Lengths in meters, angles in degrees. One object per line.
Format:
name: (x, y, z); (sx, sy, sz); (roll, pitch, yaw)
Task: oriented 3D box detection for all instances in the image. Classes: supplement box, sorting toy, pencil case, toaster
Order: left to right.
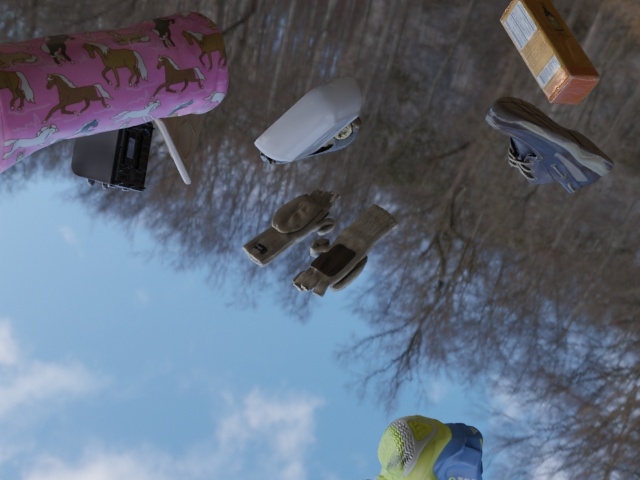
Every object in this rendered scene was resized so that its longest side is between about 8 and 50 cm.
pencil case: (-0.303, -0.212, 1.071); (0.167, 0.160, 0.386); (24, -144, 37)
toaster: (-0.430, -0.198, 1.642); (0.110, 0.186, 0.168); (9, 180, 8)
sorting toy: (-0.262, -0.237, 1.433); (0.038, 0.193, 0.208); (-2, -123, 8)
supplement box: (0.437, -0.371, 1.503); (0.078, 0.080, 0.233); (-3, -122, -27)

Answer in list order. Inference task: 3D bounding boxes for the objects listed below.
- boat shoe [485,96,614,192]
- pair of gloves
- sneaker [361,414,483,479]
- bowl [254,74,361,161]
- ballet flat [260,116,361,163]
boat shoe: (0.457, -0.176, 1.600); (0.355, 0.130, 0.132); (20, -152, -34)
pair of gloves: (0.000, 0.000, 1.378); (0.240, 0.042, 0.204); (27, -114, 42)
sneaker: (0.113, 0.284, 0.867); (0.126, 0.240, 0.091); (0, -136, -19)
bowl: (-0.009, -0.159, 1.067); (0.053, 0.142, 0.142); (54, -152, 1)
ballet flat: (-0.027, -0.192, 1.495); (0.250, 0.084, 0.058); (-11, -156, 41)
